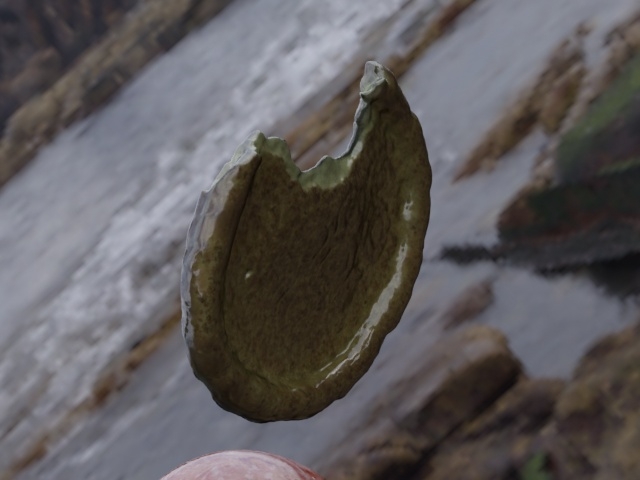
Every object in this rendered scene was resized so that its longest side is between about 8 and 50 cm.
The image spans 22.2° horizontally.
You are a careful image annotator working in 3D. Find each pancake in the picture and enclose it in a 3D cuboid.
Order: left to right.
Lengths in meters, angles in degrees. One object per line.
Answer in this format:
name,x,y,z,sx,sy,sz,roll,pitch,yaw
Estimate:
pancake,0.000,0.000,1.209,0.033,0.288,0.286,16,82,33

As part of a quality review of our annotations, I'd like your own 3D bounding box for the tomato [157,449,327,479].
tomato,-0.088,0.335,1.627,0.270,0.270,0.227,-45,39,-15
